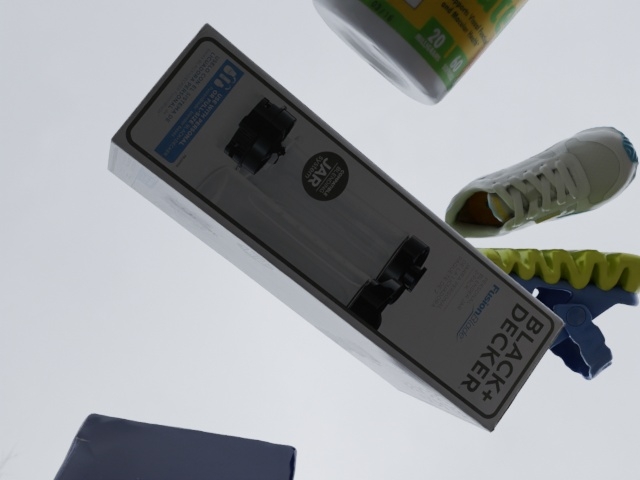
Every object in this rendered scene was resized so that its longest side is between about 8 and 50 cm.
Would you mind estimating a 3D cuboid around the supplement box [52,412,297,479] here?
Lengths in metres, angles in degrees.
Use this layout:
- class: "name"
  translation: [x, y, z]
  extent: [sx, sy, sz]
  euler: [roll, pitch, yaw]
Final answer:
- class: "supplement box"
  translation: [-0.144, 0.361, 0.686]
  extent: [0.195, 0.194, 0.356]
  euler: [9, -68, 1]

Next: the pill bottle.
- class: "pill bottle"
  translation: [0.120, -0.242, 0.637]
  extent: [0.136, 0.136, 0.245]
  euler: [40, -85, -5]

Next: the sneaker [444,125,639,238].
- class: "sneaker"
  translation: [0.239, -0.052, 0.881]
  extent: [0.092, 0.229, 0.087]
  euler: [-27, -90, -42]

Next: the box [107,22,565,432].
- class: "box"
  translation: [0.000, 0.000, 0.544]
  extent: [0.290, 0.169, 0.087]
  euler: [38, -100, -13]

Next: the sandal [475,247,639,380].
- class: "sandal"
  translation: [0.188, 0.073, 0.831]
  extent: [0.317, 0.126, 0.138]
  euler: [3, -89, -3]
